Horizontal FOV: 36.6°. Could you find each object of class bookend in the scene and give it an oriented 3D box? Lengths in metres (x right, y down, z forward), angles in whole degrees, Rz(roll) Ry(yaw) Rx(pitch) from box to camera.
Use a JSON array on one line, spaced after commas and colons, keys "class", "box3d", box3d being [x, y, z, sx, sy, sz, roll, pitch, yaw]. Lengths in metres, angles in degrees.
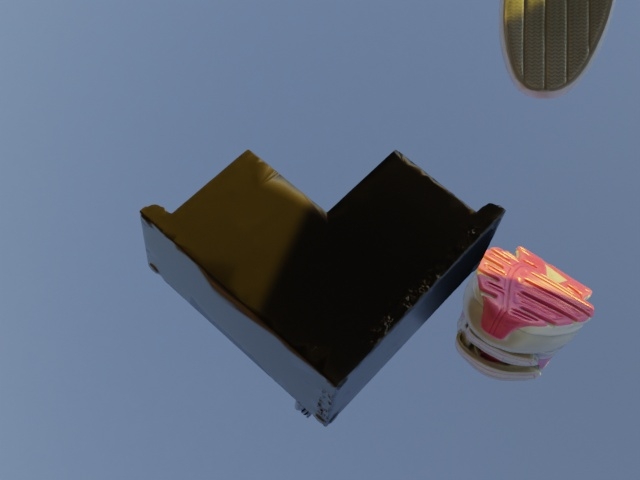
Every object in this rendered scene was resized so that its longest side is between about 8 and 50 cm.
[{"class": "bookend", "box3d": [0.000, 0.000, 0.598, 0.157, 0.072, 0.156, 39, -115, 15]}]

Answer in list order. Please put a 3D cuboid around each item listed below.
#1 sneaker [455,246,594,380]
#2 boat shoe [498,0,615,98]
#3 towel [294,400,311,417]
[{"class": "sneaker", "box3d": [0.172, 0.077, 0.848, 0.103, 0.252, 0.111, 34, -79, 19]}, {"class": "boat shoe", "box3d": [0.185, -0.211, 0.741, 0.083, 0.076, 0.226, 9, -97, 10]}, {"class": "towel", "box3d": [0.000, 0.138, 1.017, 0.029, 0.119, 0.067, 14, -119, -5]}]
